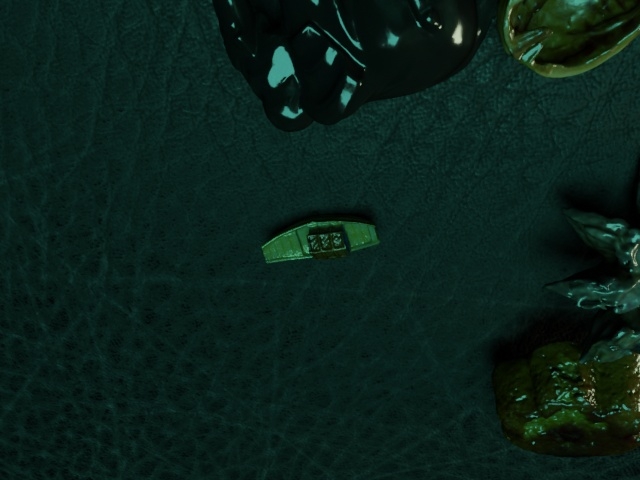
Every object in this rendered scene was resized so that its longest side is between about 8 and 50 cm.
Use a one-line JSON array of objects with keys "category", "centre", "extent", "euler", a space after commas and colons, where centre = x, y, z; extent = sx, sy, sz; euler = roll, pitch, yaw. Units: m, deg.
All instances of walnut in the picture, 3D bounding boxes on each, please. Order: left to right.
[{"category": "walnut", "centre": [0.297, -0.288, 0.805], "extent": [0.211, 0.087, 0.167], "euler": [-31, 125, 12]}]

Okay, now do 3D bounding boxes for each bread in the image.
[{"category": "bread", "centre": [0.381, 0.242, 1.077], "extent": [0.247, 0.135, 0.232], "euler": [-12, 134, 29]}]

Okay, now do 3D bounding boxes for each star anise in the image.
[{"category": "star anise", "centre": [0.469, 0.043, 0.943], "extent": [0.332, 0.117, 0.331], "euler": [-1, 100, -5]}]

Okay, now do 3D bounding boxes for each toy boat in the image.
[{"category": "toy boat", "centre": [0.000, 0.000, 1.022], "extent": [0.172, 0.066, 0.065], "euler": [-8, 123, 11]}]

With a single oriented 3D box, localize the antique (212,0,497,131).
[{"category": "antique", "centre": [0.037, -0.269, 0.787], "extent": [0.323, 0.185, 0.255], "euler": [-9, 119, 7]}]
